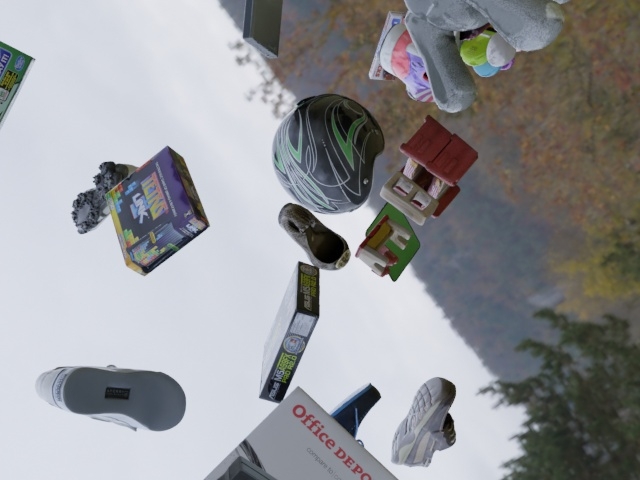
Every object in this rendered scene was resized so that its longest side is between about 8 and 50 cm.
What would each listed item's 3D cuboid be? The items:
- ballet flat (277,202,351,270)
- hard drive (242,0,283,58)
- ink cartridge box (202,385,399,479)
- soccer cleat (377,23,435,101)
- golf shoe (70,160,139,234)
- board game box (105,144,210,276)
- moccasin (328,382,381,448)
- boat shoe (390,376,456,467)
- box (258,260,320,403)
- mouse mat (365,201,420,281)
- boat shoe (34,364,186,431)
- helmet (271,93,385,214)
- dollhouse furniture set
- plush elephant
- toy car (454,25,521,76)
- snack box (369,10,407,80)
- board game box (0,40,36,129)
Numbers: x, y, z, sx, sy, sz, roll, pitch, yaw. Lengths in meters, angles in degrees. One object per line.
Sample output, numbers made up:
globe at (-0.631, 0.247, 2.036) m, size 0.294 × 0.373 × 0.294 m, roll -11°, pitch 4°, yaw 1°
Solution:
ballet flat at (0.000, 0.000, 1.804) m, size 0.058 × 0.084 × 0.250 m, roll 23°, pitch 166°, yaw 37°
hard drive at (-0.098, -0.392, 1.549) m, size 0.094 × 0.022 × 0.135 m, roll 22°, pitch -110°, yaw -61°
ink cartridge box at (-0.071, 0.514, 1.677) m, size 0.285 × 0.395 × 0.166 m, roll 40°, pitch 165°, yaw 23°
soccer cleat at (0.215, -0.311, 1.690) m, size 0.116 × 0.108 × 0.318 m, roll 30°, pitch -173°, yaw 26°
golf shoe at (-0.395, -0.074, 1.694) m, size 0.094 × 0.198 × 0.077 m, roll -9°, pitch -112°, yaw -46°
board game box at (-0.264, -0.049, 1.450) m, size 0.048 × 0.141 × 0.170 m, roll 38°, pitch -161°, yaw -48°
moccasin at (0.020, 0.468, 2.037) m, size 0.117 × 0.342 × 0.138 m, roll 45°, pitch -178°, yaw 7°
boat shoe at (0.300, 0.491, 2.424) m, size 0.130 × 0.355 × 0.132 m, roll 17°, pitch -134°, yaw -5°
box at (-0.073, 0.217, 2.141) m, size 0.060 × 0.270 × 0.216 m, roll 17°, pitch -152°, yaw -10°
mouse mat at (0.194, -0.003, 2.414) m, size 0.007 × 0.152 × 0.189 m, roll 3°, pitch 136°, yaw 46°
boat shoe at (-0.458, 0.335, 1.947) m, size 0.367 × 0.156 × 0.135 m, roll 20°, pitch -104°, yaw -52°
helmet at (0.007, -0.125, 1.366) m, size 0.169 × 0.169 × 0.161 m, roll 48°, pitch -136°, yaw -25°
dollhouse furniture set at (0.182, -0.082, 2.068) m, size 0.152 × 0.374 × 0.201 m, roll 38°, pitch 158°, yaw 10°
plush elephant at (0.239, -0.386, 1.275) m, size 0.330 × 0.255 × 0.272 m, roll 56°, pitch 153°, yaw 9°
toy car at (0.383, -0.433, 1.967) m, size 0.159 × 0.182 × 0.136 m, roll 28°, pitch 164°, yaw 43°
snack box at (0.168, -0.453, 2.119) m, size 0.064 × 0.178 × 0.022 m, roll 2°, pitch -135°, yaw -16°
board game box at (-0.672, -0.229, 1.590) m, size 0.214 × 0.317 × 0.046 m, roll 26°, pitch 180°, yaw -10°
